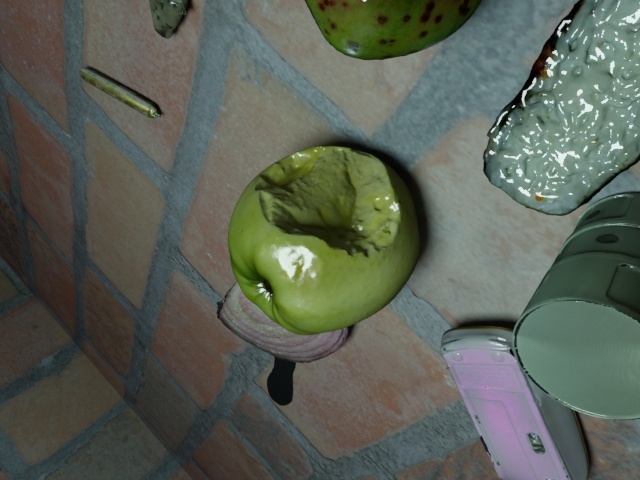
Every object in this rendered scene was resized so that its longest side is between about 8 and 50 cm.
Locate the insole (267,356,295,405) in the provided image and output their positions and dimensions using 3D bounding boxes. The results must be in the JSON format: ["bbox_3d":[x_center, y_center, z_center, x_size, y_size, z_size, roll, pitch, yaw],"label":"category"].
[{"bbox_3d":[-0.098,0.349,1.176,0.086,0.005,0.253,32,135,20],"label":"insole"}]

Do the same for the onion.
[{"bbox_3d":[-0.058,0.123,0.918,0.247,0.111,0.250,33,129,-12],"label":"onion"}]

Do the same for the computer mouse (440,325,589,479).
[{"bbox_3d":[0.292,0.254,0.706,0.158,0.072,0.311,-14,108,45],"label":"computer mouse"}]

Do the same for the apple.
[{"bbox_3d":[0.000,0.000,0.672,0.279,0.279,0.279,23,131,29],"label":"apple"}]

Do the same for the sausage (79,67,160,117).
[{"bbox_3d":[-0.432,-0.318,0.991,0.269,0.033,0.033,31,134,22],"label":"sausage"}]

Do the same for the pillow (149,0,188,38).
[{"bbox_3d":[-0.241,-0.436,0.722,0.093,0.051,0.241,32,134,29],"label":"pillow"}]

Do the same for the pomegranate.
[{"bbox_3d":[0.061,-0.273,0.470,0.202,0.202,0.248,57,165,-6],"label":"pomegranate"}]

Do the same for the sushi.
[{"bbox_3d":[0.256,-0.134,0.427,0.124,0.127,0.225,37,129,18],"label":"sushi"}]

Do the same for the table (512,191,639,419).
[{"bbox_3d":[0.289,0.052,0.456,0.126,0.220,0.126,25,133,30],"label":"table"}]
